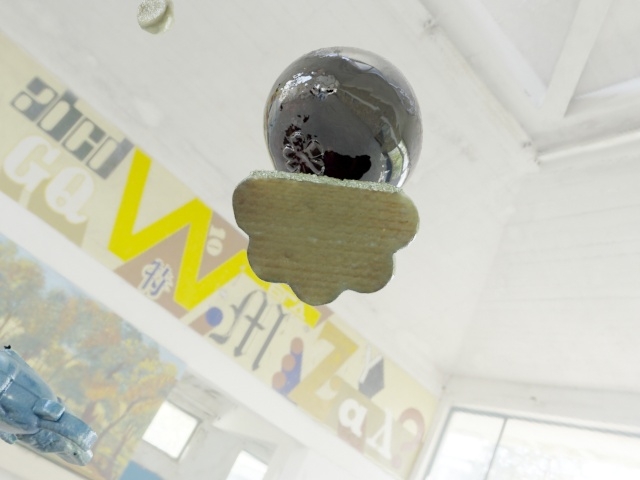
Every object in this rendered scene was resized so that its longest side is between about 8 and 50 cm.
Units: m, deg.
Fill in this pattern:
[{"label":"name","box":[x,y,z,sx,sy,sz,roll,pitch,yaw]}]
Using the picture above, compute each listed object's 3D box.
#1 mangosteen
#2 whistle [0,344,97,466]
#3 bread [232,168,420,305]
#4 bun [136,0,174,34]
[{"label":"mangosteen","box":[0.056,-0.193,1.037,0.313,0.297,0.297,-7,-5,-34]},{"label":"whistle","box":[-0.433,0.259,0.868,0.180,0.093,0.269,-7,-53,25]},{"label":"bread","box":[0.000,0.000,0.891,0.286,0.207,0.056,11,16,6]},{"label":"bun","box":[-0.334,-0.460,1.197,0.086,0.086,0.055,17,-13,23]}]
